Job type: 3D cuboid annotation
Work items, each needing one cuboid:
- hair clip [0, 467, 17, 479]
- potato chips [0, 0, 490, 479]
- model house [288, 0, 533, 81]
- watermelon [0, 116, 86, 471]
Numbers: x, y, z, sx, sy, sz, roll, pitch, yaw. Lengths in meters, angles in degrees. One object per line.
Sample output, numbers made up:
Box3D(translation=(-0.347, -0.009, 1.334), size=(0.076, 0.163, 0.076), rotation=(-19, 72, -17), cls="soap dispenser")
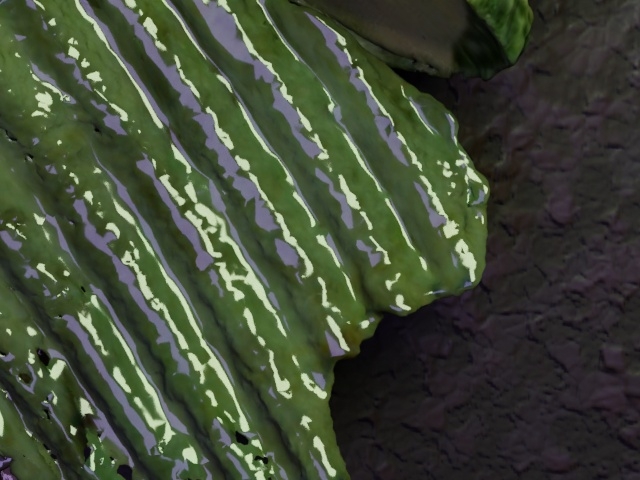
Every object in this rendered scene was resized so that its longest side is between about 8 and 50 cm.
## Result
Box3D(translation=(-0.245, 0.233, 1.425), size=(0.062, 0.056, 0.213), rotation=(-4, 90, 4), cls="hair clip")
Box3D(translation=(-0.115, 0.001, 1.200), size=(0.389, 0.097, 0.373), rotation=(33, 95, -1), cls="potato chips")
Box3D(translation=(0.046, -0.296, 1.173), size=(0.321, 0.261, 0.266), rotation=(38, 83, -11), cls="model house")
Box3D(translation=(-0.268, 0.040, 1.332), size=(0.302, 0.151, 0.264), rotation=(-32, 96, 4), cls="watermelon")
